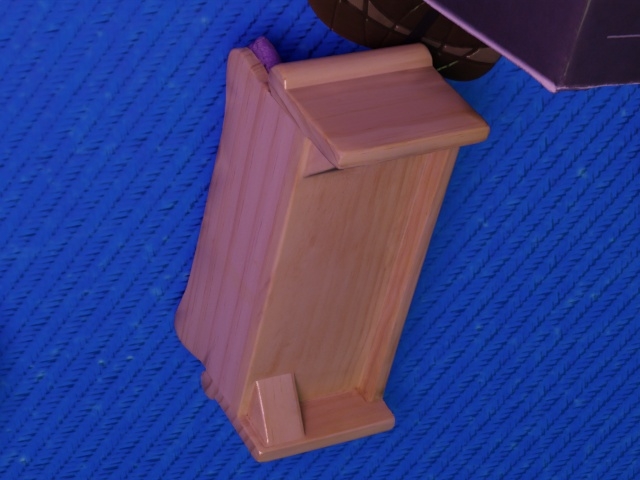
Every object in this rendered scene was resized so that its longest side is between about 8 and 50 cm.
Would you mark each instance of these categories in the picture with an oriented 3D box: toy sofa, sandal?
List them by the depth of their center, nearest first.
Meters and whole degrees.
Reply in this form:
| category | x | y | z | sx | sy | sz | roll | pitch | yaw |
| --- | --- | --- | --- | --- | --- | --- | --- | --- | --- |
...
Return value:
| category | x | y | z | sx | sy | sz | roll | pitch | yaw |
| --- | --- | --- | --- | --- | --- | --- | --- | --- | --- |
| sandal | 0.067 | -0.203 | 1.484 | 0.219 | 0.060 | 0.090 | 20 | 123 | -35 |
| toy sofa | 0.000 | 0.000 | 1.524 | 0.150 | 0.177 | 0.362 | -11 | 134 | -30 |

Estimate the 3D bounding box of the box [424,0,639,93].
| category | x | y | z | sx | sy | sz | roll | pitch | yaw |
| --- | --- | --- | --- | --- | --- | --- | --- | --- | --- |
| box | 0.262 | -0.325 | 1.226 | 0.294 | 0.212 | 0.395 | -6 | 123 | -35 |
